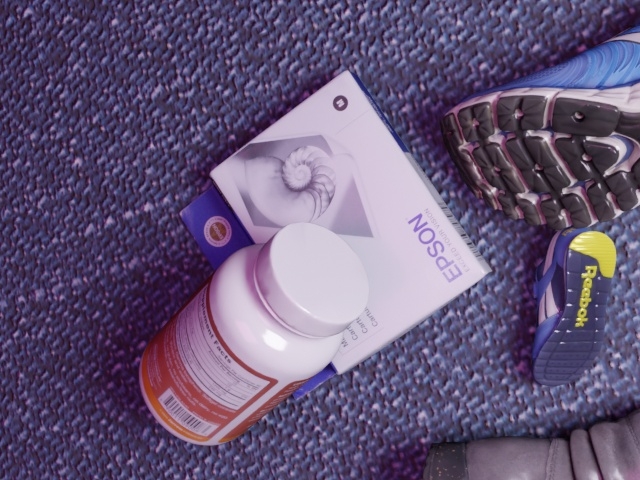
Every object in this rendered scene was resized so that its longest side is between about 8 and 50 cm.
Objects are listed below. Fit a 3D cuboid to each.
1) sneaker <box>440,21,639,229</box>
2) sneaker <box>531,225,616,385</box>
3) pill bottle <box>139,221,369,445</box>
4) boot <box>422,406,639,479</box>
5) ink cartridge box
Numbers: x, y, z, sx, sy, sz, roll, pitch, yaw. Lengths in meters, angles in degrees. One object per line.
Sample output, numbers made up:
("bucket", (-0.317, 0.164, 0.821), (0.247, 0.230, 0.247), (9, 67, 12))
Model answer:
("sneaker", (0.251, -0.105, 0.735), (0.330, 0.147, 0.130), (-7, 122, 34))
("sneaker", (0.205, 0.053, 0.785), (0.053, 0.059, 0.144), (6, 109, -14))
("pill bottle", (-0.057, 0.079, 0.792), (0.121, 0.121, 0.216), (55, 132, 9))
("boot", (0.218, 0.311, 0.758), (0.222, 0.118, 0.338), (-10, 93, 13))
("ink cartridge box", (0.000, 0.000, 0.850), (0.224, 0.045, 0.223), (-37, 81, 16))
